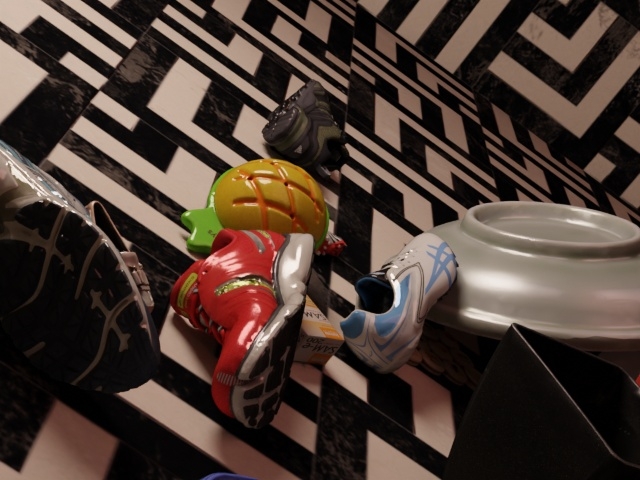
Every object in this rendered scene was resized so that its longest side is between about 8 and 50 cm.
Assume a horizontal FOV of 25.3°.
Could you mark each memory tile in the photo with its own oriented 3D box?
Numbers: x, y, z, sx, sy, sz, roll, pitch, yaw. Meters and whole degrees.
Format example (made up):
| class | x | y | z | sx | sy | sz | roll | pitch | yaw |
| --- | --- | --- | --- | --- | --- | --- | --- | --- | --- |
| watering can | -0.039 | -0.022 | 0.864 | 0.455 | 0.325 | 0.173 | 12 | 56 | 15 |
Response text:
| class | x | y | z | sx | sy | sz | roll | pitch | yaw |
| --- | --- | --- | --- | --- | --- | --- | --- | --- | --- |
| memory tile | 0.123 | 0.120 | 1.623 | 0.148 | 0.012 | 0.113 | 25 | 21 | -36 |

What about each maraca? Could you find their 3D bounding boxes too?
| class | x | y | z | sx | sy | sz | roll | pitch | yaw |
| --- | --- | --- | --- | --- | --- | --- | --- | --- | --- |
| maraca | -0.064 | -0.020 | 1.478 | 0.127 | 0.099 | 0.185 | 39 | 43 | 11 |

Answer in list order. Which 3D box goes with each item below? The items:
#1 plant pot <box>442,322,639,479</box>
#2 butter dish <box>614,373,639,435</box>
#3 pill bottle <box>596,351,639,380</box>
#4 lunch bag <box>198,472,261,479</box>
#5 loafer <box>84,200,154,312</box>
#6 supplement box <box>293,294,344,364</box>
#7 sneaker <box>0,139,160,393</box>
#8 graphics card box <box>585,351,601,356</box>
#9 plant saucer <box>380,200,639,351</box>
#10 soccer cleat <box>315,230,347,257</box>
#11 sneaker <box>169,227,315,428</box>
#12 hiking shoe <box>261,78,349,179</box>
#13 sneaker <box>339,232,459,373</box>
| class | x | y | z | sx | sy | sz | roll | pitch | yaw |
| --- | --- | --- | --- | --- | --- | --- | --- | --- | --- |
| plant pot | 0.227 | 0.216 | 1.324 | 0.188 | 0.167 | 0.187 | 24 | 22 | -40 |
| butter dish | 0.363 | 0.224 | 1.413 | 0.118 | 0.160 | 0.160 | 22 | 16 | -40 |
| pill bottle | 0.436 | 0.244 | 1.662 | 0.283 | 0.160 | 0.160 | 37 | 16 | -26 |
| lunch bag | 0.015 | 0.277 | 0.841 | 0.243 | 0.115 | 0.303 | 25 | 20 | -30 |
| loafer | -0.180 | 0.015 | 1.238 | 0.125 | 0.039 | 0.045 | 48 | 19 | 31 |
| supplement box | -0.030 | 0.074 | 1.392 | 0.062 | 0.036 | 0.098 | 12 | 31 | -53 |
| sneaker | -0.205 | 0.004 | 1.108 | 0.283 | 0.110 | 0.122 | 45 | 15 | 22 |
| graphics card box | 0.429 | 0.174 | 1.850 | 0.370 | 0.094 | 0.233 | 20 | 23 | -19 |
| plant saucer | 0.271 | 0.024 | 1.698 | 0.400 | 0.101 | 0.400 | 4 | 14 | -1 |
| soccer cleat | 0.000 | 0.000 | 1.663 | 0.035 | 0.029 | 0.083 | 37 | 12 | 28 |
| sneaker | -0.077 | 0.070 | 1.251 | 0.118 | 0.107 | 0.279 | 12 | 23 | -1 |
| hiking shoe | -0.013 | -0.143 | 1.943 | 0.114 | 0.086 | 0.227 | 49 | 21 | -9 |
| sneaker | 0.085 | 0.049 | 1.529 | 0.086 | 0.085 | 0.237 | 52 | 32 | -14 |
